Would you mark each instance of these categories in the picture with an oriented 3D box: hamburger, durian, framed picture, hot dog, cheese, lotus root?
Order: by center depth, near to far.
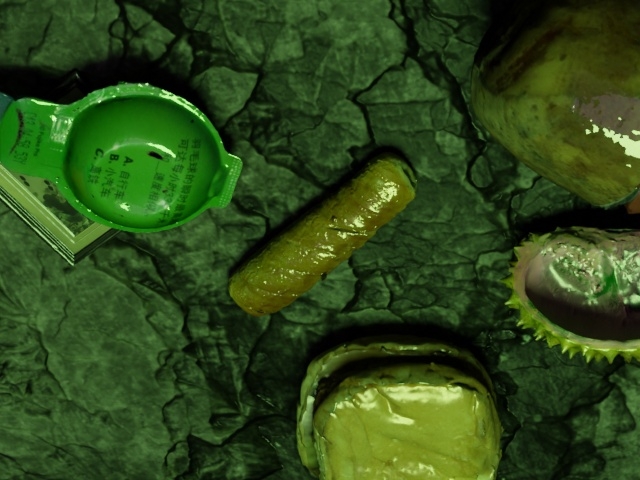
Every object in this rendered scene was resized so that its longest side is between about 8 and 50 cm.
[{"bbox_3d":[0.267,-0.179,1.584,0.192,0.272,0.272,28,121,-7],"label":"lotus root"},{"bbox_3d":[-0.250,-0.102,1.749,0.321,0.083,0.204,14,125,-10],"label":"cheese"},{"bbox_3d":[0.345,0.069,1.784,0.261,0.186,0.153,8,140,27],"label":"durian"},{"bbox_3d":[-0.290,-0.082,1.821,0.199,0.010,0.195,-33,116,22],"label":"framed picture"},{"bbox_3d":[-0.001,-0.003,1.832,0.088,0.061,0.286,41,116,-9],"label":"hot dog"},{"bbox_3d":[0.099,0.247,1.946,0.260,0.144,0.283,1,120,-2],"label":"hamburger"}]

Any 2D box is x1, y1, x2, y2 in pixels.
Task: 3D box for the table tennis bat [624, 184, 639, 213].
[{"bbox_3d":[0.556,-0.070,1.764,0.415,0.051,0.268,-3,125,2],"label":"table tennis bat"}]
